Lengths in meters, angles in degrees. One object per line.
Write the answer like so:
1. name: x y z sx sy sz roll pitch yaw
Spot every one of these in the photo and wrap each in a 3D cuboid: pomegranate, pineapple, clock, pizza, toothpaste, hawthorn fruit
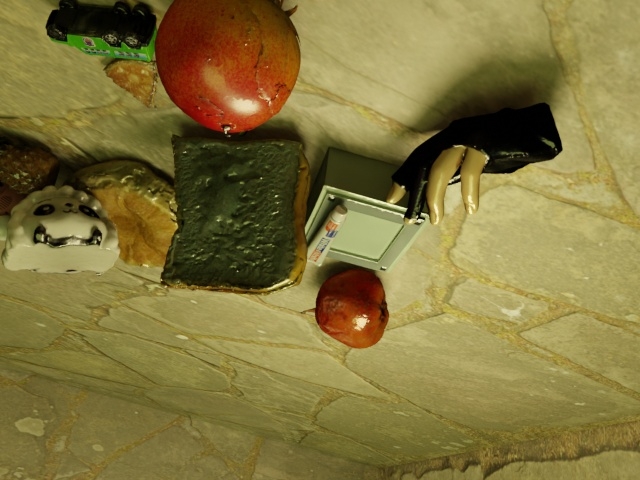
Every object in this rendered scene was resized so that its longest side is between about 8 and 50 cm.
1. pomegranate: -0.125 -0.273 0.672 0.210 0.210 0.235 19 109 -16
2. pineapple: -0.672 -0.175 0.965 0.237 0.111 0.119 21 105 -12
3. clock: -0.712 -0.092 1.029 0.162 0.165 0.092 26 139 -13
4. pizza: -0.331 -0.290 0.822 0.099 0.029 0.100 20 139 -5
5. toothpaste: 0.009 -0.004 0.951 0.052 0.033 0.218 19 147 -8
6. hawthorn fruit: 0.057 0.179 1.251 0.243 0.207 0.207 -5 142 21

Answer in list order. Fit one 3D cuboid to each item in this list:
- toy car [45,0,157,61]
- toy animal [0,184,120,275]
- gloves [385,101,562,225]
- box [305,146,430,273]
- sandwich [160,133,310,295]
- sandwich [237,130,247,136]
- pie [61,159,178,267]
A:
1. toy car: -0.340 -0.329 0.737 0.165 0.071 0.062 6 157 0
2. toy animal: -0.542 -0.020 0.981 0.208 0.155 0.204 2 148 -36
3. gloves: 0.255 -0.135 0.827 0.301 0.197 0.152 -37 88 15
4. box: 0.086 -0.051 0.994 0.225 0.117 0.225 14 143 -9
5. sandwich: -0.156 -0.047 0.893 0.272 0.300 0.099 1 172 7
6. sandwich: -0.168 -0.241 0.861 0.101 0.026 0.069 30 141 -24
7. pie: -0.445 -0.048 1.103 0.340 0.083 0.339 6 140 5
